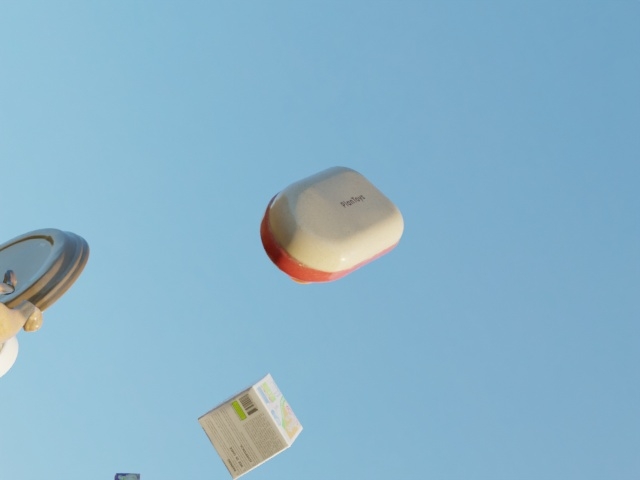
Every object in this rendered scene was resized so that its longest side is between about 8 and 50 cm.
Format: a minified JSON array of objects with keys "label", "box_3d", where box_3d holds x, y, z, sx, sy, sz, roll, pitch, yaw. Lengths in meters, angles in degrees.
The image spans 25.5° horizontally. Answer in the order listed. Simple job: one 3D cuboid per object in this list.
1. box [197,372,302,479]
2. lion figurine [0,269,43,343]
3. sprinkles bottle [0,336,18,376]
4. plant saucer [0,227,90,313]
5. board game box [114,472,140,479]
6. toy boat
[{"label":"box","box_3d":[-0.108,0.291,2.240,0.114,0.103,0.203,59,4,2]},{"label":"lion figurine","box_3d":[-0.490,0.181,1.857,0.142,0.392,0.240,10,-21,6]},{"label":"sprinkles bottle","box_3d":[-0.651,0.113,2.438,0.121,0.121,0.355,36,-17,36]},{"label":"plant saucer","box_3d":[-0.489,0.067,2.212,0.278,0.278,0.041,12,-42,52]},{"label":"board game box","box_3d":[-0.327,0.582,2.317,0.208,0.056,0.346,-98,-166,-64]},{"label":"toy boat","box_3d":[0.000,0.000,1.955,0.151,0.231,0.151,43,-59,14]}]
